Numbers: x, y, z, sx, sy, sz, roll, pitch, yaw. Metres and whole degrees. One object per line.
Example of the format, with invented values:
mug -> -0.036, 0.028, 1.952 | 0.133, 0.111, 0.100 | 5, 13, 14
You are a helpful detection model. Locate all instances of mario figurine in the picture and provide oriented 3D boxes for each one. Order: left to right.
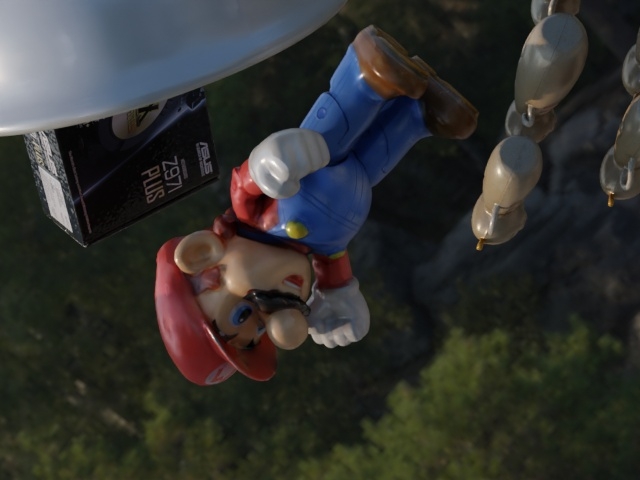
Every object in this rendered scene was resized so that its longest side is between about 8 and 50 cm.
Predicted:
mario figurine -> 0.000, 0.000, 1.167 | 0.320, 0.198, 0.170 | -51, 16, 12

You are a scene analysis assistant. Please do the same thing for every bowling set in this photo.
bowling set -> 0.234, -0.102, 1.119 | 0.154, 0.199, 0.287 | 97, -166, -67

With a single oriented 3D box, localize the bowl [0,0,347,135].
bowl -> -0.139, -0.188, 0.988 | 0.297, 0.134, 0.298 | -15, 22, 6

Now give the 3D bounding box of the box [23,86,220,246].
box -> -0.179, -0.109, 1.261 | 0.147, 0.180, 0.077 | -28, 40, -27
